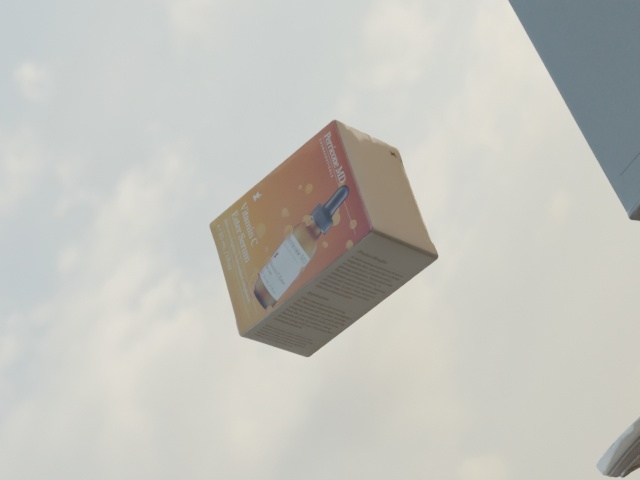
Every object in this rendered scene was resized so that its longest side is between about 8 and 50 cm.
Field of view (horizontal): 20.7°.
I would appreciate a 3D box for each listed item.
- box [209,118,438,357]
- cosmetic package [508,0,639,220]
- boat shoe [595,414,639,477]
[{"bbox_3d":[0.000,0.000,1.563,0.091,0.130,0.170,21,-51,-43],"label":"box"},{"bbox_3d":[0.166,-0.131,0.840,0.107,0.238,0.127,6,-44,-34],"label":"cosmetic package"},{"bbox_3d":[0.327,0.165,1.559,0.184,0.063,0.066,-30,-22,-27],"label":"boat shoe"}]
